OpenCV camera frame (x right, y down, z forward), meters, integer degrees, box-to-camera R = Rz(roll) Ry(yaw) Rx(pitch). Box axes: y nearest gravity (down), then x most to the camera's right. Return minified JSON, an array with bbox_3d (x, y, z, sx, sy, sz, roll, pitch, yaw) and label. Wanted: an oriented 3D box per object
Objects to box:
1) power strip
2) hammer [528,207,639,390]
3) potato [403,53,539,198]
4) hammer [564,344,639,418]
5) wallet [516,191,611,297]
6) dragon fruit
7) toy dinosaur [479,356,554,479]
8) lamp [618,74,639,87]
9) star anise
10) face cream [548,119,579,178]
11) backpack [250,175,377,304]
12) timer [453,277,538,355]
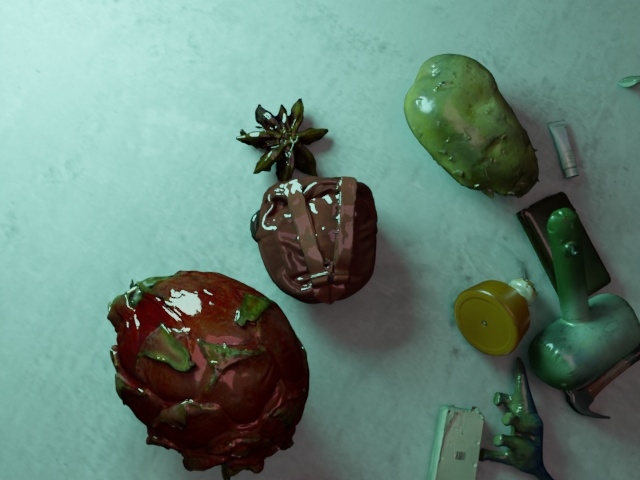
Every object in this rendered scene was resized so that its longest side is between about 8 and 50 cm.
[{"bbox_3d":[0.234,0.381,1.272,0.081,0.035,0.192,13,80,-9],"label":"power strip"},{"bbox_3d":[0.438,0.091,1.243,0.206,0.119,0.336,-30,122,-19],"label":"hammer"},{"bbox_3d":[0.270,-0.194,1.304,0.296,0.141,0.191,47,60,-1],"label":"potato"},{"bbox_3d":[0.571,0.225,1.362,0.287,0.033,0.111,-35,90,-14],"label":"hammer"},{"bbox_3d":[0.454,0.014,1.367,0.110,0.031,0.198,-27,88,-14],"label":"wallet"},{"bbox_3d":[-0.163,0.190,1.102,0.277,0.277,0.343,-26,93,-13],"label":"dragon fruit"},{"bbox_3d":[0.387,0.346,1.306,0.188,0.075,0.248,21,73,-18],"label":"toy dinosaur"},{"bbox_3d":[0.653,-0.235,1.445,0.050,0.056,0.198,-27,100,-15],"label":"lamp"},{"bbox_3d":[-0.060,-0.173,1.275,0.167,0.057,0.168,1,82,-10],"label":"star anise"},{"bbox_3d":[0.467,-0.176,1.400,0.038,0.020,0.115,-12,82,-12],"label":"face cream"},{"bbox_3d":[0.000,0.001,1.221,0.229,0.139,0.229,2,80,-11],"label":"backpack"},{"bbox_3d":[0.332,0.112,1.299,0.152,0.132,0.132,-31,89,-36],"label":"timer"}]
